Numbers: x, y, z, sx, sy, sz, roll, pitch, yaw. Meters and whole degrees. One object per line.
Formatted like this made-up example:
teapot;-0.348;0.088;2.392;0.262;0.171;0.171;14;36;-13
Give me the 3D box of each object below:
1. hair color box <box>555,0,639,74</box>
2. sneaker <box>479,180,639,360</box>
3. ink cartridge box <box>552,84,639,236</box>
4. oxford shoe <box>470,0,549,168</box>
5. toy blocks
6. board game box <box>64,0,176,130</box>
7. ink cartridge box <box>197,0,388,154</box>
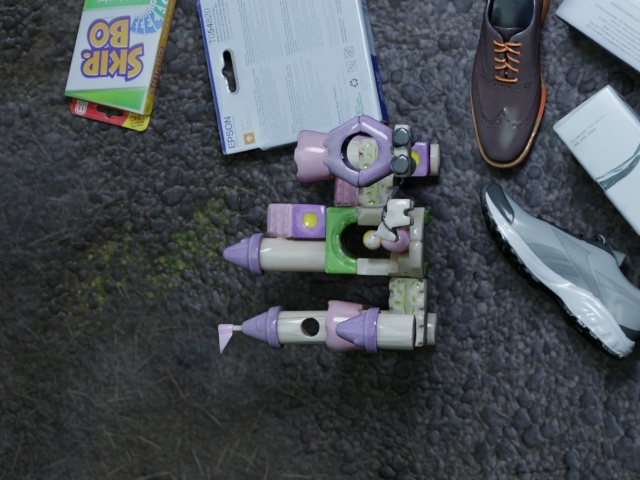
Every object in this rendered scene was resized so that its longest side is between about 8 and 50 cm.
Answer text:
hair color box;0.467;-0.367;1.798;0.185;0.113;0.374;38;102;14
sneaker;0.303;0.023;1.873;0.108;0.100;0.271;-45;81;-1
ink cartridge box;0.381;-0.077;1.808;0.087;0.153;0.208;-40;80;13
oxford shoe;0.228;-0.225;1.882;0.097;0.098;0.271;4;92;17
toy blocks;0.000;0.000;1.846;0.260;0.309;0.289;2;91;11
board game box;-0.268;-0.287;2.073;0.124;0.039;0.259;15;98;17
ink cartridge box;-0.037;-0.238;1.993;0.224;0.045;0.223;-10;87;18
